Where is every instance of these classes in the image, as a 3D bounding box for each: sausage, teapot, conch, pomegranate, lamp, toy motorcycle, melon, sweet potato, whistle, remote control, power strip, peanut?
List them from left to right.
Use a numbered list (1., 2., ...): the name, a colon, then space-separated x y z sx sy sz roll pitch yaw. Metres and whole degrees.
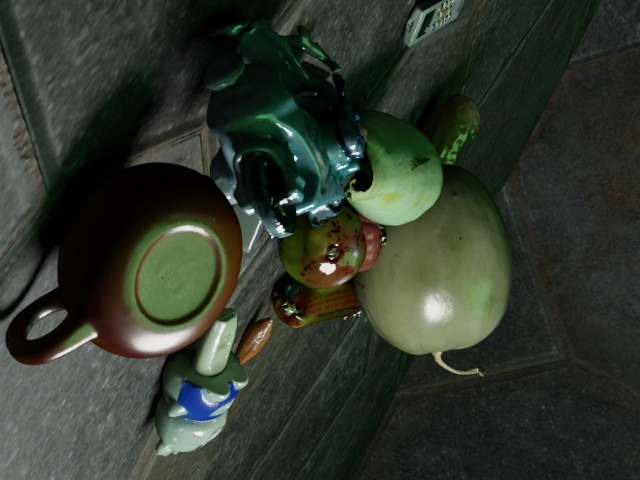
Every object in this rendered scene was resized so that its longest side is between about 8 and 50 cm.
1. teapot: -0.177 0.025 1.388 0.252 0.135 0.178 -37 125 -22
2. whistle: -0.147 0.183 1.943 0.110 0.092 0.244 -28 150 -49
3. sweet potato: -0.095 0.140 2.212 0.095 0.034 0.034 -53 172 23
4. toy motorcycle: -0.041 -0.107 1.481 0.154 0.206 0.260 -17 180 15
5. power strip: -0.047 -0.106 1.766 0.215 0.061 0.145 -65 174 29
6. sausage: -0.007 0.090 2.360 0.082 0.082 0.371 -61 167 7
7. pomegranate: 0.004 0.001 2.067 0.130 0.130 0.130 -56 168 -18
8. lamp: 0.051 -0.006 2.306 0.107 0.092 0.107 178 -90 -87
9. conch: 0.070 -0.104 2.046 0.251 0.137 0.143 28 78 -60
10. melon: 0.173 0.035 2.423 0.272 0.272 0.307 80 15 -72
11. peanut: 0.188 -0.139 2.543 0.214 0.099 0.090 -63 162 5
12. remote control: 0.161 -0.319 2.154 0.166 0.029 0.065 -38 157 -49
